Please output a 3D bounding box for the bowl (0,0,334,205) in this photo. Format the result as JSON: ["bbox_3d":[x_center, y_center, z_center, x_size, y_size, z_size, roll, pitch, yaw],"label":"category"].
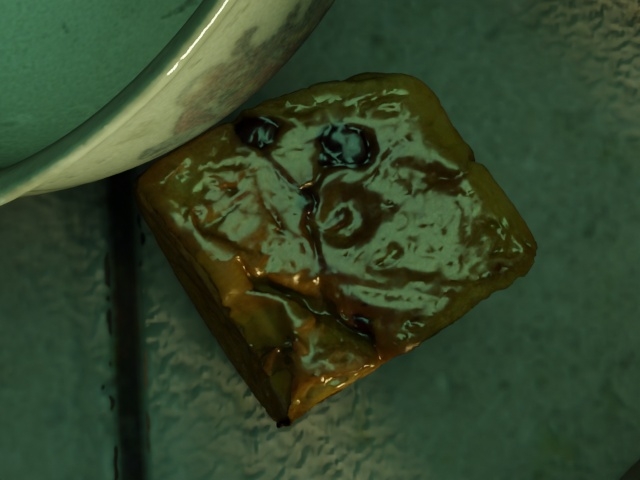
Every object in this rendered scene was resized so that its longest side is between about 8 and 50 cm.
[{"bbox_3d":[-0.102,-0.190,0.893,0.435,0.196,0.434,-11,71,34],"label":"bowl"}]

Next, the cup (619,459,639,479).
[{"bbox_3d":[0.272,0.222,0.845,0.237,0.327,0.322,-11,84,-10],"label":"cup"}]

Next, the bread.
[{"bbox_3d":[0.000,0.000,0.931,0.149,0.158,0.143,-32,91,-14],"label":"bread"}]
